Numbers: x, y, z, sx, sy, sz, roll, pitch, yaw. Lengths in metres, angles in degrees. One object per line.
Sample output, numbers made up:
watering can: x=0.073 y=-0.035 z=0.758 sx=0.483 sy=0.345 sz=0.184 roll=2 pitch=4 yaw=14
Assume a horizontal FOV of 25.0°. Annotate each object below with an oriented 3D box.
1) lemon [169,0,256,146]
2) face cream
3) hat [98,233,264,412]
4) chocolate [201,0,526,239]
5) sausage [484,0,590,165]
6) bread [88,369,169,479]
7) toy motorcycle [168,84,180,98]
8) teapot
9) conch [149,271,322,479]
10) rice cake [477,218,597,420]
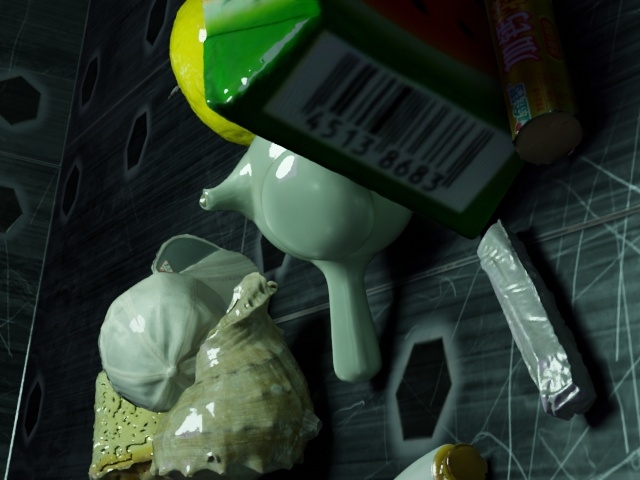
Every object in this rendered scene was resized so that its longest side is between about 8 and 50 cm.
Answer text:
lemon: x=-0.063 y=-0.250 z=1.888 sx=0.268 sy=0.322 sz=0.268 roll=12 pitch=112 yaw=33
face cream: x=0.110 y=0.265 z=1.519 sx=0.182 sy=0.051 sz=0.072 roll=132 pitch=145 yaw=-51
hat: x=-0.176 y=0.129 z=2.022 sx=0.161 sy=0.275 sz=0.232 roll=25 pitch=127 yaw=35
chocolate: x=0.048 y=-0.217 z=1.558 sx=0.161 sy=0.360 sz=0.341 roll=-44 pitch=37 yaw=31
sausage: x=0.214 y=-0.242 z=1.531 sx=0.082 sy=0.082 sz=0.371 roll=-54 pitch=31 yaw=43
bread: x=-0.203 y=0.345 z=2.185 sx=0.248 sy=0.279 sz=0.315 roll=-103 pitch=-8 yaw=-48
toy motorcycle: x=-0.106 y=-0.297 z=2.223 sx=0.401 sy=0.134 sz=0.207 roll=-43 pitch=40 yaw=51
teapot: x=0.032 y=-0.012 z=1.692 sx=0.220 sy=0.318 sz=0.149 roll=-34 pitch=10 yaw=30
conch: x=-0.096 y=0.218 z=1.868 sx=0.324 sy=0.186 sz=0.263 roll=-62 pitch=5 yaw=-11
rice cake: x=0.206 y=0.073 z=1.407 sx=0.055 sy=0.049 sz=0.270 roll=-43 pitch=35 yaw=17
